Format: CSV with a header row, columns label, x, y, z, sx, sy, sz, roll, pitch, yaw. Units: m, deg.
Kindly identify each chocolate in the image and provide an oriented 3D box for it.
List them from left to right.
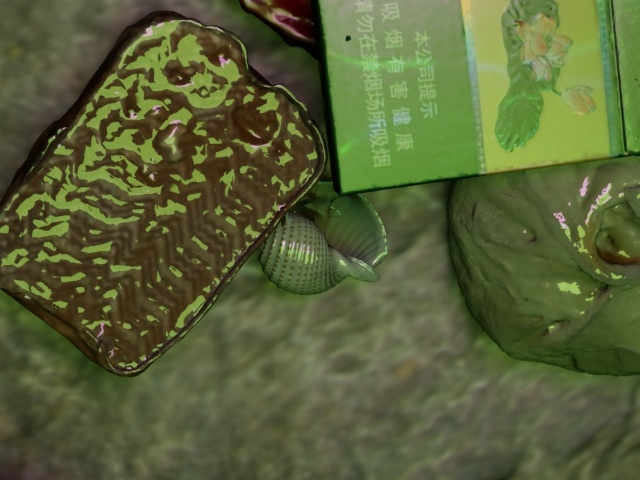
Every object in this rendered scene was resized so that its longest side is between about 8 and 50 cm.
label,x,y,z,sx,sy,sz,roll,pitch,yaw
chocolate,-0.106,-0.035,1.073,0.148,0.093,0.214,39,96,-19

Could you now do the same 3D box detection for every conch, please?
label,x,y,z,sx,sy,sz,roll,pitch,yaw
conch,-0.003,0.000,1.122,0.085,0.056,0.076,20,81,-35

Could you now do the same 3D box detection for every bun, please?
label,x,y,z,sx,sy,sz,roll,pitch,yaw
bun,0.189,-0.006,1.120,0.212,0.126,0.204,11,104,-14

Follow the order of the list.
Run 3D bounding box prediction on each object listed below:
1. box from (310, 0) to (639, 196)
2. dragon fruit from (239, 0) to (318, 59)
label,x,y,z,sx,sy,sz,roll,pitch,yaw
box,0.116,-0.107,1.027,0.235,0.034,0.132,-7,99,-5
dragon fruit,0.120,-0.240,1.054,0.282,0.100,0.343,30,106,-14
